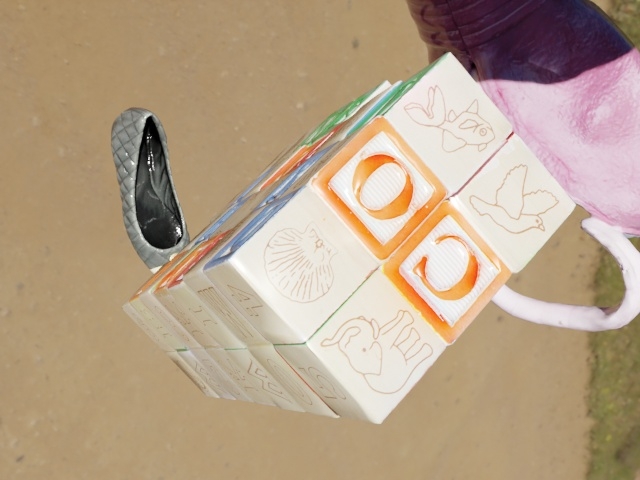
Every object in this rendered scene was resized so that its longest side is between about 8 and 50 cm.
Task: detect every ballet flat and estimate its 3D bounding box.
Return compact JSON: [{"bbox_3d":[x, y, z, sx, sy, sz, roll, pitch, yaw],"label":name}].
[{"bbox_3d":[-0.157,-0.039,0.805,0.057,0.049,0.173,-24,108,-32],"label":"ballet flat"}]

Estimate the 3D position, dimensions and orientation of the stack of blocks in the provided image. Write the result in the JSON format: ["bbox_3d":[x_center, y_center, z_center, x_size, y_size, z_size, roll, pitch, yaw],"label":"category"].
[{"bbox_3d":[0.000,0.000,0.473,0.087,0.297,0.171,48,71,-9],"label":"stack of blocks"}]

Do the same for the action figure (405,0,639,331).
[{"bbox_3d":[0.097,-0.159,0.578,0.370,0.248,0.276,54,54,-27],"label":"action figure"}]
